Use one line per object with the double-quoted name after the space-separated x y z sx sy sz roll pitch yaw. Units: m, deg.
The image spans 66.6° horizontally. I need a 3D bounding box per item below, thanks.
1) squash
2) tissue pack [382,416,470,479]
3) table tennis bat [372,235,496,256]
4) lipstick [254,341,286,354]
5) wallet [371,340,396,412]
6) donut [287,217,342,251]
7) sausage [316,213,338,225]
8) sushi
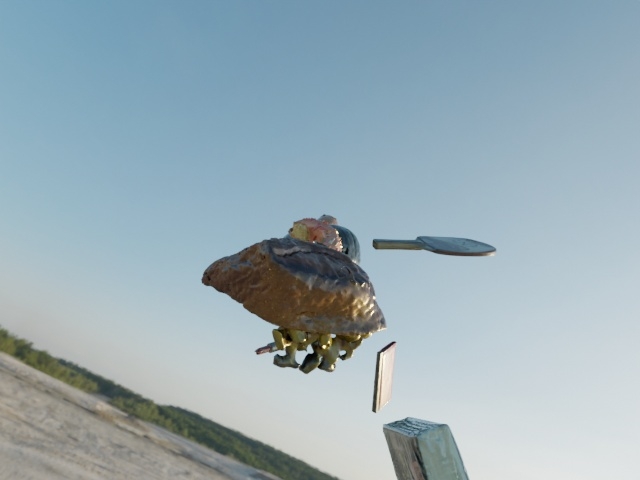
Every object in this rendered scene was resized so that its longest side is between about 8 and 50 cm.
-0.004 0.043 1.434 0.253 0.165 0.252 -5 -10 -1 "squash"
0.244 0.527 1.100 0.103 0.227 0.315 -13 -15 -9 "tissue pack"
0.274 0.013 1.181 0.302 0.022 0.173 2 13 -9 "table tennis bat"
-0.080 0.198 0.918 0.025 0.025 0.107 1 6 44 "lipstick"
0.224 0.474 1.700 0.025 0.119 0.232 14 -71 35 "wallet"
0.000 0.000 1.226 0.166 0.117 0.065 55 -28 35 "donut"
-0.005 -0.010 1.775 0.109 0.270 0.108 9 -60 15 "sausage"
-0.029 0.098 0.804 0.297 0.179 0.167 15 22 -32 "sushi"
